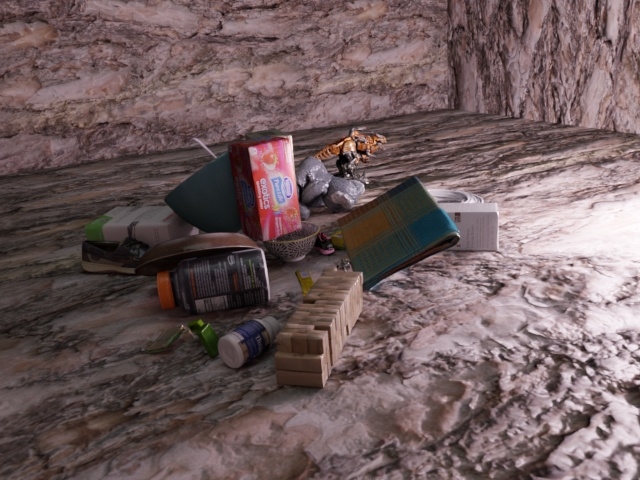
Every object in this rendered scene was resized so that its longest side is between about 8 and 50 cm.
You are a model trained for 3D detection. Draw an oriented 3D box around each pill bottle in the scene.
[{"bbox_3d":[-0.135,0.194,1.123,0.067,0.067,0.120,12,26,39],"label":"pill bottle"},{"bbox_3d":[-0.245,0.097,1.324,0.245,0.130,0.130,-8,20,-9],"label":"pill bottle"}]

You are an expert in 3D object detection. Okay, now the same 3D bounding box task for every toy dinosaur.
[{"bbox_3d":[0.114,-0.347,2.338,0.322,0.218,0.164,-5,21,-1],"label":"toy dinosaur"}]

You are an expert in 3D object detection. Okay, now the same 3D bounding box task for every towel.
[{"bbox_3d":[0.187,-0.030,1.496,0.271,0.040,0.370,-29,27,7],"label":"towel"}]

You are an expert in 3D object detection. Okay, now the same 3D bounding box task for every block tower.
[{"bbox_3d":[0.009,0.159,1.154,0.097,0.091,0.335,2,21,16],"label":"block tower"}]

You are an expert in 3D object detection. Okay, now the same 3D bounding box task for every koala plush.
[{"bbox_3d":[0.029,-0.167,1.940,0.221,0.203,0.196,15,26,18],"label":"koala plush"}]

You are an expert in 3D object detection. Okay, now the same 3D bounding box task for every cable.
[{"bbox_3d":[0.362,-0.086,1.751,0.257,0.089,0.257,4,21,22],"label":"cable"}]

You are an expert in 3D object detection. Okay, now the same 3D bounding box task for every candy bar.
[{"bbox_3d":[-0.034,0.105,1.418,0.040,0.018,0.161,-5,19,-10],"label":"candy bar"}]

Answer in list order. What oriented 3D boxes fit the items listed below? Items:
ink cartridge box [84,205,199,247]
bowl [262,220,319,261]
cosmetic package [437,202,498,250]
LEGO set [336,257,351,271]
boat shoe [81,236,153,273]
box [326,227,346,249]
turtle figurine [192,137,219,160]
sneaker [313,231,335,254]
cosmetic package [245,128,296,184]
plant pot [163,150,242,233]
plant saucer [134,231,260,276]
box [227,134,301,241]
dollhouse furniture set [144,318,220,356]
[{"bbox_3d":[-0.537,-0.028,1.761,0.272,0.115,0.198,-1,21,12],"label":"ink cartridge box"},{"bbox_3d":[-0.082,0.010,1.599,0.170,0.080,0.170,-5,21,2],"label":"bowl"},{"bbox_3d":[0.365,-0.038,1.573,0.231,0.117,0.085,-1,22,15],"label":"cosmetic package"},{"bbox_3d":[0.067,0.057,1.515,0.054,0.023,0.083,-9,20,-11],"label":"LEGO set"},{"bbox_3d":[-0.541,0.036,1.618,0.285,0.092,0.103,-1,20,11],"label":"boat shoe"},{"bbox_3d":[0.113,-0.004,1.651,0.179,0.043,0.105,12,27,34],"label":"box"},{"bbox_3d":[-0.314,-0.205,2.048,0.266,0.275,0.198,-9,34,-37],"label":"turtle figurine"},{"bbox_3d":[0.000,0.000,1.643,0.047,0.057,0.119,-19,23,-29],"label":"sneaker"},{"bbox_3d":[-0.151,-0.182,1.811,0.113,0.309,0.160,-12,22,-18],"label":"cosmetic package"},{"bbox_3d":[-0.277,-0.122,1.675,0.290,0.195,0.290,-35,7,5],"label":"plant pot"},{"bbox_3d":[-0.299,0.033,1.418,0.310,0.050,0.310,-10,-10,-2],"label":"plant saucer"},{"bbox_3d":[-0.147,-0.142,1.538,0.128,0.257,0.122,-19,22,-31],"label":"box"},{"bbox_3d":[-0.275,0.211,1.177,0.151,0.059,0.076,-17,20,29],"label":"dollhouse furniture set"}]
